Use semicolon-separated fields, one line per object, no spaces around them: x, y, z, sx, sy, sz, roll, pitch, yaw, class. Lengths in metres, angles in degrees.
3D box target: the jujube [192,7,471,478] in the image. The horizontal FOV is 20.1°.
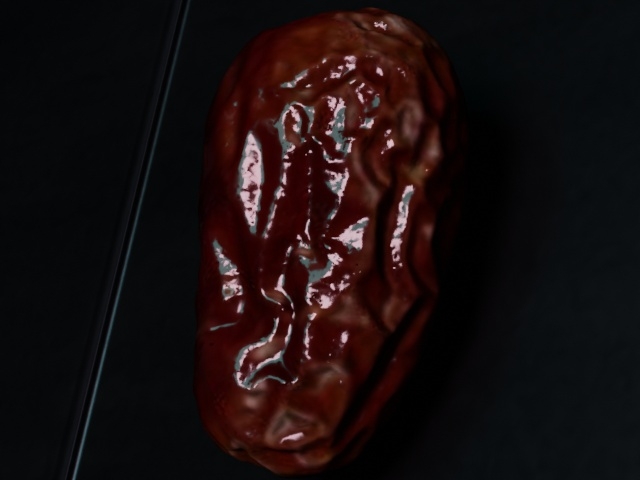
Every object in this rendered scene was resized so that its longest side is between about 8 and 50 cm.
0.000;0.000;0.489;0.077;0.077;0.129;0;73;45;jujube
